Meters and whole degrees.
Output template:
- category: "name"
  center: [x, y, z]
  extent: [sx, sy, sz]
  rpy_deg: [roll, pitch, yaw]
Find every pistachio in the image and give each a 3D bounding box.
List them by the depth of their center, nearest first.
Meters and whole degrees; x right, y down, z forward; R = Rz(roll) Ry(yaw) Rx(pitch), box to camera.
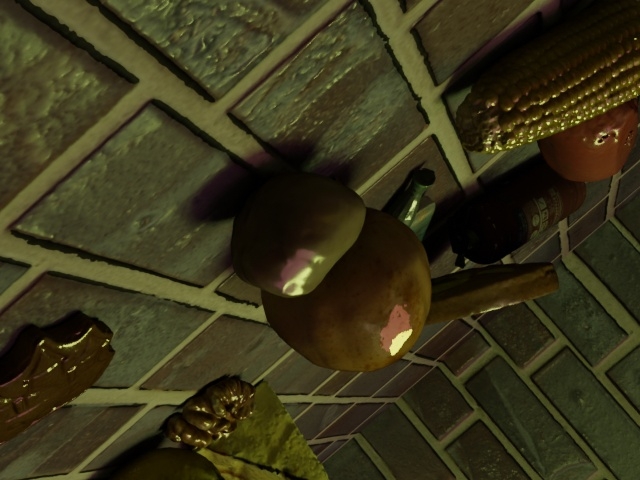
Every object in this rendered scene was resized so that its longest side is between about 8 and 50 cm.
- category: "pistachio"
  center: [-0.023, -0.008, 1.162]
  extent: [0.185, 0.124, 0.124]
  rpy_deg: [-20, 156, -48]

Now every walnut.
- category: "walnut"
  center: [-0.166, 0.279, 1.772]
  extent: [0.143, 0.069, 0.170]
  rpy_deg: [-44, 162, 23]

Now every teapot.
- category: "teapot"
  center: [0.124, -0.057, 1.556]
  extent: [0.043, 0.043, 0.110]
  rpy_deg: [-28, 157, -39]

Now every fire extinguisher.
- category: "fire extinguisher"
  center: [0.327, -0.049, 1.946]
  extent: [0.337, 0.114, 0.135]
  rpy_deg: [-29, 130, -38]

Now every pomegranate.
- category: "pomegranate"
  center: [0.033, 0.056, 1.328]
  extent: [0.207, 0.207, 0.207]
  rpy_deg: [-37, 165, -11]

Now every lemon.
- category: "lemon"
  center: [-0.247, 0.425, 1.755]
  extent: [0.231, 0.192, 0.192]
  rpy_deg: [-26, 169, 14]

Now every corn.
- category: "corn"
  center: [0.310, -0.208, 1.394]
  extent: [0.347, 0.130, 0.130]
  rpy_deg: [-27, 161, -28]

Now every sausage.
- category: "sausage"
  center: [0.392, -0.174, 1.657]
  extent: [0.152, 0.152, 0.279]
  rpy_deg: [-40, 163, 1]

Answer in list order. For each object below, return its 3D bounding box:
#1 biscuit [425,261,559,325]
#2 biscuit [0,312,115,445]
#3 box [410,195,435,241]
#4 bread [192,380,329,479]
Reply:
- category: "biscuit"
  center: [0.246, 0.086, 1.932]
  extent: [0.350, 0.070, 0.394]
  rpy_deg: [-13, 178, -31]
- category: "biscuit"
  center: [-0.286, 0.143, 1.134]
  extent: [0.182, 0.034, 0.215]
  rpy_deg: [-33, 164, -25]
- category: "box"
  center: [0.051, 0.040, 1.655]
  extent: [0.285, 0.044, 0.142]
  rpy_deg: [-34, 160, -21]
- category: "bread"
  center: [-0.099, 0.420, 2.001]
  extent: [0.198, 0.236, 0.263]
  rpy_deg: [-38, 164, -17]
